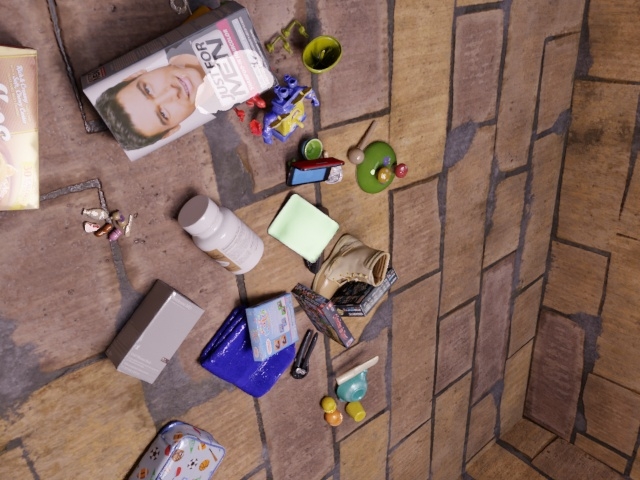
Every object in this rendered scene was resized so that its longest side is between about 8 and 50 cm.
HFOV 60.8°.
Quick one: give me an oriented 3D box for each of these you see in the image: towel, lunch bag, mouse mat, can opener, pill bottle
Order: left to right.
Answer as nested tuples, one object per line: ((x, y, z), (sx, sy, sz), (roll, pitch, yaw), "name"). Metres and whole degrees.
((-0.439, 0.711, 1.639), (0.303, 0.115, 0.243), (-56, 138, -11), "lunch bag")
((-0.267, -0.016, 1.462), (0.131, 0.131, 0.229), (-54, 135, -11), "pill bottle")
((-0.214, 0.361, 1.722), (0.227, 0.076, 0.308), (-55, 136, -12), "towel")
((-0.051, -0.036, 1.680), (0.190, 0.007, 0.152), (35, 92, -21), "mouse mat")
((-0.056, 0.401, 1.917), (0.059, 0.073, 0.185), (14, 96, -7), "can opener")

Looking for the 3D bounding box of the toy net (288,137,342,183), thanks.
((0.003, -0.222, 1.691), (0.232, 0.045, 0.122), (30, 86, -47), "toy net")

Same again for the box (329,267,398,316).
((0.140, 0.177, 1.877), (0.220, 0.175, 0.051), (-43, 113, -38), "box")

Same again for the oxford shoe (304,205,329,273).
((0.000, 0.000, 1.762), (0.096, 0.083, 0.227), (-13, 117, -42), "oxford shoe")

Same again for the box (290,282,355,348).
((0.009, 0.253, 1.828), (0.044, 0.159, 0.233), (-46, 133, -19), "box")

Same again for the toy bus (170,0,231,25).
((-0.242, -0.474, 1.299), (0.202, 0.104, 0.190), (-12, 116, -41), "toy bus")

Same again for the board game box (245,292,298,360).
((-0.145, 0.262, 1.684), (0.211, 0.039, 0.160), (-15, 97, -63), "board game box")

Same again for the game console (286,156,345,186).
((-0.015, -0.195, 1.614), (0.144, 0.124, 0.085), (-12, 113, -24), "game console")

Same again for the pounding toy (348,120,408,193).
((0.209, -0.252, 1.829), (0.183, 0.110, 0.237), (-51, 135, -15), "pounding toy")

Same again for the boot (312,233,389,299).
((0.101, 0.123, 1.824), (0.095, 0.204, 0.261), (39, 80, -46), "boot")

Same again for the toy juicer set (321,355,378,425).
((0.095, 0.579, 2.119), (0.209, 0.089, 0.328), (-7, 122, -28), "toy juicer set")

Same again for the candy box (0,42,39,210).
((-0.646, -0.215, 1.039), (0.183, 0.088, 0.316), (-8, 113, -42), "candy box")

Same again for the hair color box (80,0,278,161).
((-0.304, -0.352, 1.203), (0.375, 0.113, 0.185), (-29, 129, -6), "hair color box")

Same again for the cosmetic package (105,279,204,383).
((-0.434, 0.238, 1.437), (0.238, 0.107, 0.127), (-55, 133, -6), "cosmetic package")

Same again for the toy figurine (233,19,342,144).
((-0.100, -0.388, 1.492), (0.362, 0.191, 0.217), (-54, 166, -22), "toy figurine")

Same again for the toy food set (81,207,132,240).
((-0.508, -0.036, 1.302), (0.122, 0.019, 0.077), (2, 106, -44), "toy food set")
